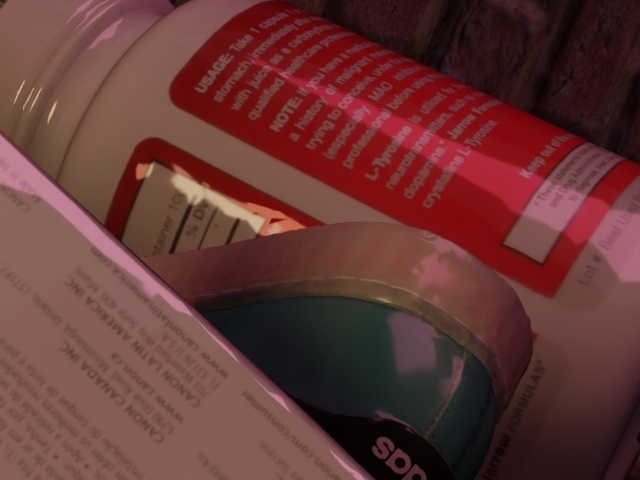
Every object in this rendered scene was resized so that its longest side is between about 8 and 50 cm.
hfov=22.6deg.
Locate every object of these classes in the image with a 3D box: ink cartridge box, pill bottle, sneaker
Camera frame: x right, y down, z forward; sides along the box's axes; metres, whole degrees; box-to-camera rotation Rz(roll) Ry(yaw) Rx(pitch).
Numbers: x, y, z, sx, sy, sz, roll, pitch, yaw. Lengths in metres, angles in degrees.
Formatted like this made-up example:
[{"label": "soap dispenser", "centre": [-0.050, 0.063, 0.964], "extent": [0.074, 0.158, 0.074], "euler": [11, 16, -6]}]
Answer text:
[{"label": "ink cartridge box", "centre": [-0.116, 0.089, 0.374], "extent": [0.189, 0.232, 0.066], "euler": [43, -25, 6]}, {"label": "pill bottle", "centre": [0.000, 0.000, 0.899], "extent": [0.407, 0.229, 0.229], "euler": [28, 12, 17]}, {"label": "sneaker", "centre": [-0.068, 0.079, 0.565], "extent": [0.302, 0.121, 0.108], "euler": [-18, -58, 47]}]

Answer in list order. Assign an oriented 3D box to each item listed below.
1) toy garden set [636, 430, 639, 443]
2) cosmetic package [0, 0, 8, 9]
[{"label": "toy garden set", "centre": [0.172, 0.137, 0.600], "extent": [0.049, 0.244, 0.204], "euler": [30, 8, -23]}, {"label": "cosmetic package", "centre": [-0.269, -0.141, 1.203], "extent": [0.296, 0.153, 0.129], "euler": [20, 13, -23]}]
